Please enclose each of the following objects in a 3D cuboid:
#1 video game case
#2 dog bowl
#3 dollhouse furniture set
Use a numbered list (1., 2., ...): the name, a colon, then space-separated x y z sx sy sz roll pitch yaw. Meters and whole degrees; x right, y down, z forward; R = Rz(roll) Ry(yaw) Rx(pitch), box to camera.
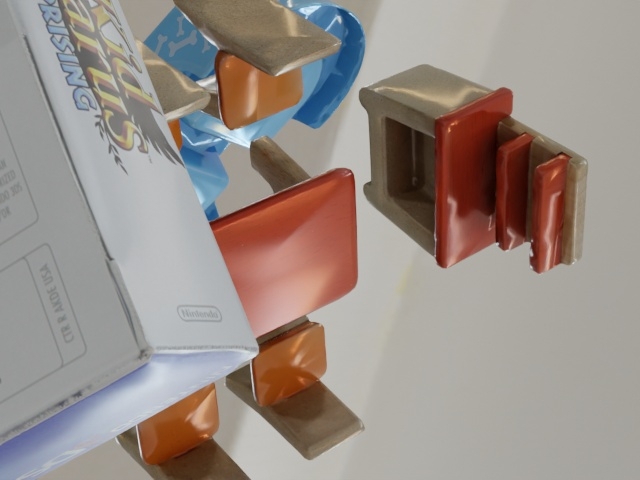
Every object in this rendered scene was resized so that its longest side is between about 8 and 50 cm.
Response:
1. video game case: -0.177 -0.019 0.438 0.270 0.061 0.244 -29 -106 23
2. dog bowl: -0.098 -0.085 1.105 0.297 0.166 0.074 -46 -116 15
3. dollhouse furniture set: 0.000 0.000 0.777 0.135 0.259 0.262 38 -37 42
